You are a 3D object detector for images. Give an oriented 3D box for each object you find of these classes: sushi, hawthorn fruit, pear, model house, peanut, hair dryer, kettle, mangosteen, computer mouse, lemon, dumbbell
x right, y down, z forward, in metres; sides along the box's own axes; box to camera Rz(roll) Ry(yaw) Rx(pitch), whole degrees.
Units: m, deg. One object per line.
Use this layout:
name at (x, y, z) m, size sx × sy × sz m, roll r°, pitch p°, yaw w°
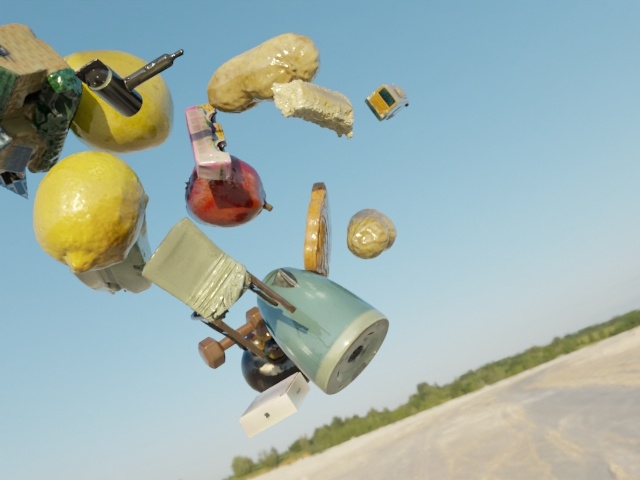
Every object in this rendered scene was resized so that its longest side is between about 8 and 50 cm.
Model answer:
sushi at (-1.102, -0.287, 2.074) m, size 0.047 × 0.220 × 0.231 m, roll -18°, pitch -20°, yaw 8°
hawthorn fruit at (-0.309, -0.161, 2.013) m, size 0.307 × 0.265 × 0.265 m, roll 19°, pitch -25°, yaw -2°
pear at (-0.696, -0.465, 1.977) m, size 0.362 × 0.363 × 0.418 m, roll -32°, pitch -42°, yaw 29°
model house at (-0.925, -0.376, 1.640) m, size 0.382 × 0.334 × 0.343 m, roll -47°, pitch 2°, yaw 30°
peanut at (0.159, -0.022, 1.809) m, size 0.159 × 0.143 × 0.291 m, roll -8°, pitch 8°, yaw 4°
hair dryer at (-0.466, -0.436, 1.488) m, size 0.248 × 0.078 × 0.195 m, roll -30°, pitch -21°, yaw 5°
kettle at (-0.026, 0.226, 1.566) m, size 0.247 × 0.342 × 0.320 m, roll -40°, pitch -29°, yaw -27°
mangosteen at (-0.148, 0.406, 2.076) m, size 0.274 × 0.275 × 0.302 m, roll -15°, pitch -50°, yaw -19°
peanut at (-0.171, -0.478, 1.723) m, size 0.387 × 0.192 × 0.169 m, roll -15°, pitch -46°, yaw 30°
computer mouse at (-0.577, 0.029, 1.577) m, size 0.228 × 0.146 × 0.429 m, roll 0°, pitch -42°, yaw -4°
lemon at (-0.501, -0.063, 1.277) m, size 0.233 × 0.288 × 0.233 m, roll 1°, pitch -24°, yaw 1°
dumbbell at (-0.251, 0.286, 1.742) m, size 0.230 × 0.082 × 0.092 m, roll -32°, pitch -33°, yaw -27°

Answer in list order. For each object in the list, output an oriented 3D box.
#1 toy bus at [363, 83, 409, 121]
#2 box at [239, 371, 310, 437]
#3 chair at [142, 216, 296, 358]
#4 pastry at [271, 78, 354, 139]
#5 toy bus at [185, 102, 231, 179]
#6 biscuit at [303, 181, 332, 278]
toy bus at (0.221, -0.454, 1.908) m, size 0.103 × 0.091 × 0.182 m, roll -38°, pitch -2°, yaw 25°
box at (-0.101, 0.364, 1.308) m, size 0.129 × 0.051 × 0.130 m, roll -32°, pitch 1°, yaw 14°
chair at (-0.231, 0.108, 1.282) m, size 0.160 × 0.319 × 0.186 m, roll -56°, pitch 16°, yaw -15°
pastry at (-0.012, -0.360, 1.554) m, size 0.258 × 0.122 × 0.089 m, roll 12°, pitch -41°, yaw -44°
toy bus at (-0.344, -0.303, 1.805) m, size 0.112 × 0.274 × 0.090 m, roll -9°, pitch -37°, yaw -14°
biscuit at (0.000, 0.000, 1.854) m, size 0.057 × 0.351 × 0.312 m, roll 0°, pitch -50°, yaw 8°
